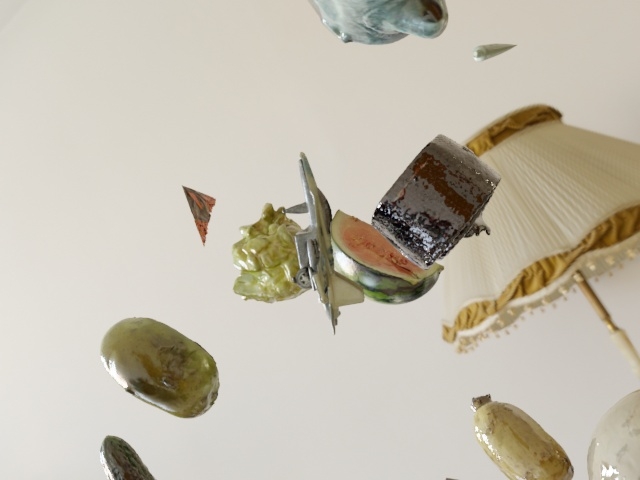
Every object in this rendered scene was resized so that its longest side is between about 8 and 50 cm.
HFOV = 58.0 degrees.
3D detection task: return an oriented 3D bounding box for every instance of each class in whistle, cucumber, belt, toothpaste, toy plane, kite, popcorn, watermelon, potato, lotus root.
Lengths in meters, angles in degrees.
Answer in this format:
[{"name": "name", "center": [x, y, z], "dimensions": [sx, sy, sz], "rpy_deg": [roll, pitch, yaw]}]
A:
[{"name": "whistle", "center": [0.012, -0.431, 0.868], "dimensions": [0.168, 0.405, 0.188], "rpy_deg": [39, -112, -79]}, {"name": "cucumber", "center": [-0.232, 0.355, 0.786], "dimensions": [0.052, 0.214, 0.058], "rpy_deg": [-33, 4, 32]}, {"name": "belt", "center": [0.194, -0.054, 0.903], "dimensions": [0.184, 0.164, 0.289], "rpy_deg": [-55, -9, 15]}, {"name": "toothpaste", "center": [0.466, -0.515, 1.567], "dimensions": [0.064, 0.041, 0.218], "rpy_deg": [0, 19, 40]}, {"name": "toy plane", "center": [-0.011, 0.003, 0.855], "dimensions": [0.088, 0.262, 0.192], "rpy_deg": [-20, 6, 7]}, {"name": "kite", "center": [-0.305, -0.090, 1.422], "dimensions": [0.008, 0.222, 0.125], "rpy_deg": [-26, -57, 16]}, {"name": "popcorn", "center": [-0.088, 0.031, 1.136], "dimensions": [0.167, 0.185, 0.187], "rpy_deg": [1, -40, 6]}, {"name": "watermelon", "center": [0.106, 0.047, 1.318], "dimensions": [0.159, 0.303, 0.128], "rpy_deg": [-60, -29, 3]}, {"name": "potato", "center": [-0.339, 0.268, 1.176], "dimensions": [0.160, 0.272, 0.111], "rpy_deg": [-58, -4, 18]}, {"name": "lotus root", "center": [0.458, 0.477, 1.358], "dimensions": [0.146, 0.284, 0.160], "rpy_deg": [-22, -46, -19]}]

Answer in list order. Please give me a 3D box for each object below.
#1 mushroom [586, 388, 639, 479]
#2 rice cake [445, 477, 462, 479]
[{"name": "mushroom", "center": [0.688, 0.433, 1.051], "dimensions": [0.362, 0.362, 0.295], "rpy_deg": [-40, -19, 34]}, {"name": "rice cake", "center": [0.277, 0.377, 0.822], "dimensions": [0.207, 0.047, 0.036], "rpy_deg": [2, -17, 21]}]
